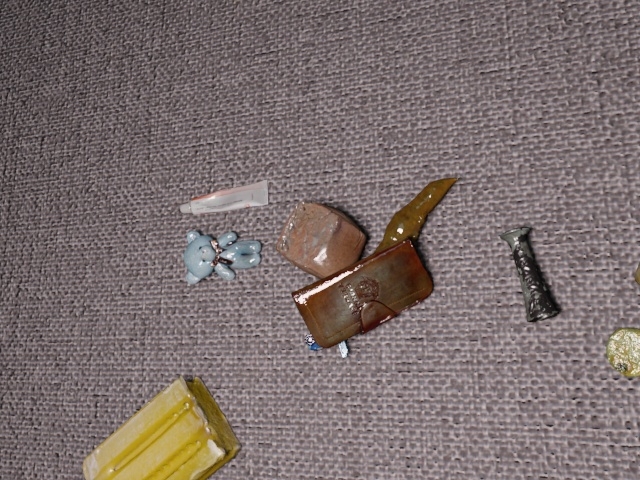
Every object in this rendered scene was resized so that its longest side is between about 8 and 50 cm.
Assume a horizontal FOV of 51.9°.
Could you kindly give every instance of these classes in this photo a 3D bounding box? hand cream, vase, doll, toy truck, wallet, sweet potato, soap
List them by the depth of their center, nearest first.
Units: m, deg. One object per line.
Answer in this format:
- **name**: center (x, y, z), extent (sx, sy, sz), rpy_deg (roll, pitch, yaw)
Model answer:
- **vase**: center (0.373, 0.060, 1.179), extent (0.059, 0.059, 0.167), rpy_deg (-20, 71, 18)
- **wallet**: center (0.085, 0.104, 1.260), extent (0.255, 0.031, 0.137), rpy_deg (-27, 98, 5)
- **sweet potato**: center (0.169, -0.028, 1.286), extent (0.067, 0.067, 0.274), rpy_deg (41, 94, 25)
- **toy truck**: center (0.019, 0.196, 1.306), extent (0.090, 0.056, 0.073), rpy_deg (25, 85, 14)
- **soap**: center (-0.336, 0.455, 1.379), extent (0.315, 0.091, 0.199), rpy_deg (-43, 65, 10)
- **doll**: center (-0.221, 0.032, 1.431), extent (0.179, 0.075, 0.120), rpy_deg (-4, 80, 23)
- **hand cream**: center (-0.218, -0.092, 1.484), extent (0.216, 0.038, 0.052), rpy_deg (-9, 99, 15)

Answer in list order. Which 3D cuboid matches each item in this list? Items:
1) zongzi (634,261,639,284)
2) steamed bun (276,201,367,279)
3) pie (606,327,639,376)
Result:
- **zongzi**: center (0.741, -0.074, 1.007), extent (0.418, 0.181, 0.447), rpy_deg (24, 85, 11)
- **steamed bun**: center (0.000, 0.000, 1.327), extent (0.175, 0.106, 0.145), rpy_deg (24, 89, 28)
- **pie**: center (0.523, 0.186, 1.108), extent (0.085, 0.017, 0.085), rpy_deg (-5, 77, 24)
